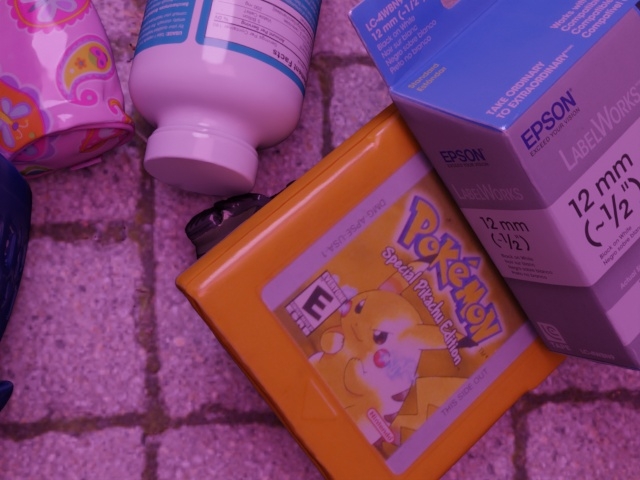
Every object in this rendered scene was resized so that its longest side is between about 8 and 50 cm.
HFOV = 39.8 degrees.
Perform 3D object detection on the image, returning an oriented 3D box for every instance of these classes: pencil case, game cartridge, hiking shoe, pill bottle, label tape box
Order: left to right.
[{"bbox_3d":[-0.252,-0.198,0.742,0.124,0.124,0.284,-20,84,-13],"label":"pencil case"},{"bbox_3d":[-0.078,-0.176,0.750,0.146,0.146,0.264,12,75,-8],"label":"pill bottle"},{"bbox_3d":[0.000,0.000,0.784,0.227,0.086,0.114,-15,101,-11],"label":"hiking shoe"},{"bbox_3d":[0.086,0.042,0.747,0.324,0.053,0.285,-40,111,-14],"label":"game cartridge"},{"bbox_3d":[0.217,-0.108,0.710,0.249,0.115,0.347,-43,113,-20],"label":"label tape box"}]

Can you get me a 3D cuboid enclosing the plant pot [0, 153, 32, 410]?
[{"bbox_3d":[-0.340,0.045,0.632,0.236,0.236,0.212,0,86,-11],"label":"plant pot"}]
